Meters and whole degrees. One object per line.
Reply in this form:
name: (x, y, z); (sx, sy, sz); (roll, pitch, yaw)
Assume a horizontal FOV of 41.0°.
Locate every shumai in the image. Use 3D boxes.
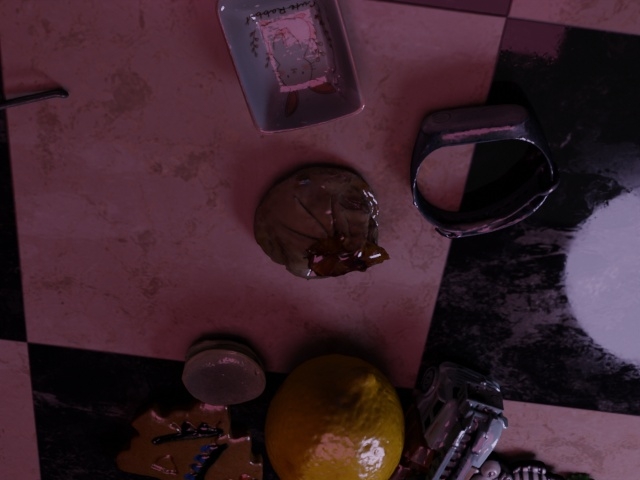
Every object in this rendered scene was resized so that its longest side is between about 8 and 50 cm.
shumai: (0.000, 0.000, 1.244); (0.201, 0.120, 0.201); (0, 126, 0)

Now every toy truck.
toy truck: (0.197, 0.354, 1.417); (0.133, 0.184, 0.338); (25, 114, -11)

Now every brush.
brush: (-0.480, -0.185, 1.189); (0.266, 0.062, 0.027); (-11, 117, 4)

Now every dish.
dish: (-0.039, -0.261, 1.101); (0.154, 0.064, 0.234); (-11, 124, 10)

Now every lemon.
lemon: (0.023, 0.300, 1.382); (0.228, 0.228, 0.253); (2, 121, 1)

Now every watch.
watch: (0.229, -0.095, 1.200); (0.206, 0.068, 0.193); (-6, 127, 11)

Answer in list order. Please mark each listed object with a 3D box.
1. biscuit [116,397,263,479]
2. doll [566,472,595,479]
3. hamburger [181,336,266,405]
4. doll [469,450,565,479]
biscuit: (-0.214, 0.397, 1.568); (0.301, 0.043, 0.278); (40, 118, -21)
doll: (0.475, 0.496, 1.578); (0.078, 0.076, 0.113); (0, 125, -8)
hamburger: (-0.163, 0.219, 1.435); (0.140, 0.062, 0.133); (-14, 126, 10)
doll: (0.334, 0.426, 1.544); (0.219, 0.067, 0.091); (17, 116, -6)
